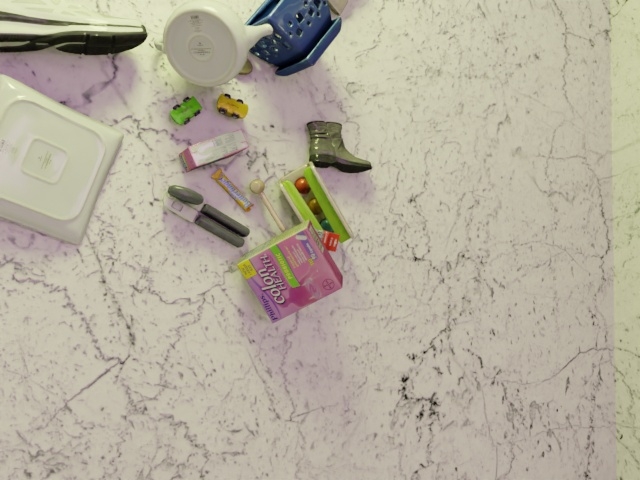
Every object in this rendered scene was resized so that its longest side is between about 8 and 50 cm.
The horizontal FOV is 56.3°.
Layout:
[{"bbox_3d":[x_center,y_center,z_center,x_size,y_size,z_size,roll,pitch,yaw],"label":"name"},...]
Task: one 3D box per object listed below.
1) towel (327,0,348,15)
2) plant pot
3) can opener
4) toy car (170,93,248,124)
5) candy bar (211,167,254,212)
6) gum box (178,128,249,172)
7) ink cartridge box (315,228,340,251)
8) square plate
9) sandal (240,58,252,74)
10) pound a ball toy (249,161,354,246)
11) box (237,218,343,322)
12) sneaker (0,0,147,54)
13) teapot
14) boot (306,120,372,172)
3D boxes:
[{"bbox_3d":[0.039,-0.899,1.969,0.187,0.049,0.282,-58,143,2],"label":"towel"},{"bbox_3d":[-0.088,-0.663,1.877,0.212,0.236,0.236,43,68,-25],"label":"plant pot"},{"bbox_3d":[-0.331,-0.073,1.769,0.284,0.095,0.075,31,73,-22],"label":"can opener"},{"bbox_3d":[-0.364,-0.423,1.806,0.225,0.053,0.239,-43,105,-24],"label":"toy car"},{"bbox_3d":[-0.269,-0.153,1.853,0.161,0.018,0.040,47,67,-16],"label":"candy bar"},{"bbox_3d":[-0.314,-0.270,1.788,0.189,0.107,0.062,-26,98,-27],"label":"gum box"},{"bbox_3d":[0.000,0.000,1.861,0.115,0.029,0.062,13,104,-7],"label":"ink cartridge box"},{"bbox_3d":[-0.727,-0.204,1.563,0.344,0.049,0.347,26,76,-35],"label":"square plate"},{"bbox_3d":[-0.279,-0.596,1.867,0.072,0.049,0.180,-43,105,-24],"label":"sandal"},{"bbox_3d":[-0.060,-0.104,1.915,0.208,0.135,0.319,-30,105,4],"label":"pound a ball toy"},{"bbox_3d":[-0.088,0.092,1.807,0.243,0.117,0.213,-27,101,10],"label":"box"},{"bbox_3d":[-0.695,-0.641,1.583,0.448,0.169,0.257,-7,91,-26],"label":"sneaker"},{"bbox_3d":[-0.315,-0.570,1.702,0.256,0.252,0.187,36,32,-14],"label":"teapot"},{"bbox_3d":[0.069,-0.320,2.014,0.247,0.083,0.161,7,77,-29],"label":"boot"}]
